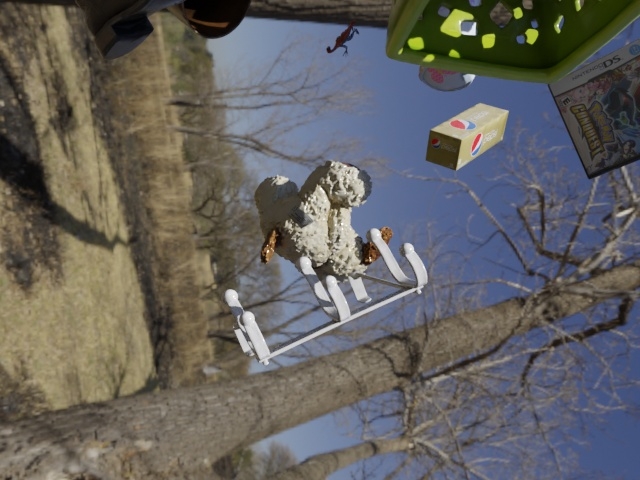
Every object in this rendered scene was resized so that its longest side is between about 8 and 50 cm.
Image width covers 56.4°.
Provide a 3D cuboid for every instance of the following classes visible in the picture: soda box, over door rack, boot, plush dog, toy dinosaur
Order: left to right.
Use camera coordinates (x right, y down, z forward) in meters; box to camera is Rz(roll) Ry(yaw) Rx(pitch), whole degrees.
[{"bbox_3d":[-0.279,-0.386,0.765,0.229,0.263,0.091,58,33,-7],"label":"boot"},{"bbox_3d":[-0.014,0.079,0.859,0.324,0.240,0.108,140,-73,-77],"label":"over door rack"},{"bbox_3d":[0.000,0.000,1.112,0.262,0.225,0.210,-11,-131,42],"label":"plush dog"},{"bbox_3d":[0.047,-0.481,1.421,0.047,0.082,0.090,50,-6,23],"label":"toy dinosaur"},{"bbox_3d":[0.256,-0.183,1.033,0.061,0.181,0.058,25,-50,31],"label":"soda box"}]

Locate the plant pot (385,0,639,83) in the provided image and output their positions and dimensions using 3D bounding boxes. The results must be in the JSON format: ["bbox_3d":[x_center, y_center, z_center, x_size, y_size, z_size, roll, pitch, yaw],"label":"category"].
[{"bbox_3d":[0.208,-0.322,0.636,0.228,0.227,0.207,135,-40,-73],"label":"plant pot"}]

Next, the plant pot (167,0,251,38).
[{"bbox_3d":[-0.317,-0.627,1.431,0.230,0.215,0.215,33,-41,28],"label":"plant pot"}]

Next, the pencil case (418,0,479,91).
[{"bbox_3d":[0.288,-0.463,1.304,0.113,0.124,0.273,67,31,-69],"label":"pencil case"}]

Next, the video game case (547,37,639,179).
[{"bbox_3d":[0.742,-0.327,1.493,0.248,0.035,0.274,-25,-99,31],"label":"video game case"}]
